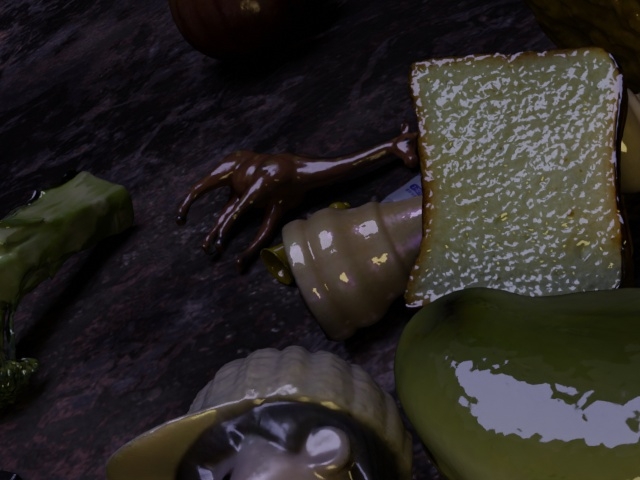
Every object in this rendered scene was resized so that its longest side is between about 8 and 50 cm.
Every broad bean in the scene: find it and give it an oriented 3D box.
[{"bbox_3d":[0.167,0.104,0.790,0.263,0.121,0.189,-5,41,37],"label":"broad bean"}]

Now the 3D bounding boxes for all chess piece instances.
[{"bbox_3d":[0.165,-0.042,1.016,0.397,0.117,0.117,-25,31,11],"label":"chess piece"}]

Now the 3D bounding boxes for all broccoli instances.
[{"bbox_3d":[-0.368,0.054,1.360,0.221,0.252,0.361,0,10,39],"label":"broccoli"}]

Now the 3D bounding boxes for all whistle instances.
[{"bbox_3d":[-0.004,-0.003,1.187,0.109,0.046,0.057,-38,15,-18],"label":"whistle"}]

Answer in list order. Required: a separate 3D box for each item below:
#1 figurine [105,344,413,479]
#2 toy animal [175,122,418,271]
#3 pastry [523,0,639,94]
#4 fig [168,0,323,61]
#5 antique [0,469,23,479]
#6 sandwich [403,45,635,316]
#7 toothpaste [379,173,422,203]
[{"bbox_3d":[0.006,0.215,0.766,0.205,0.185,0.332,-6,39,-34],"label":"figurine"},{"bbox_3d":[-0.025,-0.062,1.273,0.229,0.066,0.224,-47,44,-17],"label":"toy animal"},{"bbox_3d":[0.282,-0.243,1.065,0.132,0.235,0.240,-50,23,-19],"label":"pastry"},{"bbox_3d":[-0.104,-0.366,1.657,0.235,0.214,0.235,-5,24,2],"label":"fig"},{"bbox_3d":[-0.349,0.299,1.110,0.031,0.015,0.192,-5,41,39],"label":"antique"},{"bbox_3d":[0.155,-0.044,0.931,0.186,0.065,0.214,-4,76,14],"label":"sandwich"},{"bbox_3d":[0.128,-0.063,1.150,0.194,0.043,0.067,-37,26,-16],"label":"toothpaste"}]
